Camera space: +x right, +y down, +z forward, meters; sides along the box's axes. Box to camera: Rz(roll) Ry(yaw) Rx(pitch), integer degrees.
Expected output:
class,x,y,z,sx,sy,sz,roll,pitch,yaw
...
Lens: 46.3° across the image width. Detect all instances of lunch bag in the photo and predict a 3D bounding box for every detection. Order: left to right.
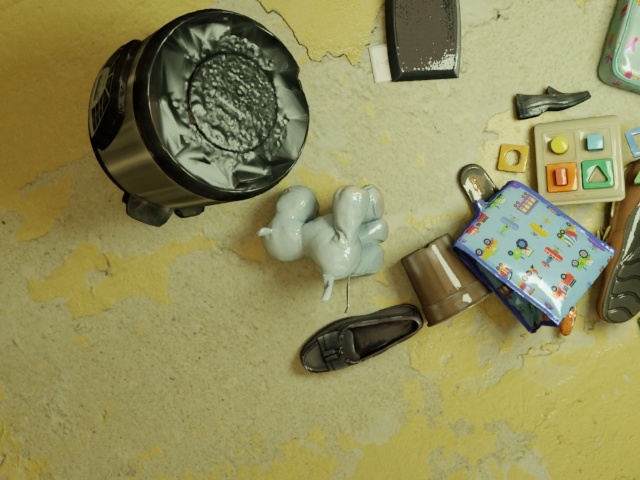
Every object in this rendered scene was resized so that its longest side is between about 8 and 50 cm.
class,x,y,z,sx,sy,sz,roll,pitch,yaw
lunch bag,0.442,0.017,1.619,0.293,0.138,0.221,44,72,2
lunch bag,0.764,-0.461,1.657,0.224,0.108,0.279,17,94,-2

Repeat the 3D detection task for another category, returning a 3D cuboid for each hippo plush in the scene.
class,x,y,z,sx,sy,sz,roll,pitch,yaw
hippo plush,0.000,0.000,1.669,0.237,0.234,0.294,11,78,29

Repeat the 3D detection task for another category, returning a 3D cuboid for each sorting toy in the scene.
class,x,y,z,sx,sy,sz,roll,pitch,yaw
sorting toy,0.566,-0.177,1.645,0.348,0.047,0.196,-4,81,19

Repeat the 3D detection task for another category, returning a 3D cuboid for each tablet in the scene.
class,x,y,z,sx,sy,sz,roll,pitch,yaw
tablet,0.144,-0.405,1.708,0.054,0.006,0.083,-11,95,0

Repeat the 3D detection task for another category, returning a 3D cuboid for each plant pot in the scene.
class,x,y,z,sx,sy,sz,roll,pitch,yaw
plant pot,0.274,0.082,1.678,0.167,0.167,0.165,-29,86,2

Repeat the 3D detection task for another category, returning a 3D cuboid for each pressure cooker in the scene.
class,x,y,z,sx,sy,sz,roll,pitch,yaw
pressure cooker,-0.269,-0.239,1.524,0.370,0.420,0.375,-32,106,-30

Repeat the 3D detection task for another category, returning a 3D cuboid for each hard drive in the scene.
class,x,y,z,sx,sy,sz,roll,pitch,yaw
hard drive,0.233,-0.490,1.677,0.172,0.054,0.254,-3,94,-1

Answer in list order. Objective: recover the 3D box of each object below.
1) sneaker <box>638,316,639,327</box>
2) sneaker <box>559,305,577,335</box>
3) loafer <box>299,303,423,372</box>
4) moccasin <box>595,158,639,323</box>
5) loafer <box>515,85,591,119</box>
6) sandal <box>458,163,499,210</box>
class,x,y,z,sx,sy,sz,roll,pitch,yaw
sneaker,0.808,0.239,1.737,0.076,0.065,0.166,-24,96,-2
sneaker,0.555,0.133,1.731,0.067,0.064,0.175,-2,84,3
loafer,0.093,0.225,1.712,0.303,0.095,0.109,-22,94,1
moccasin,0.691,-0.001,1.688,0.139,0.147,0.380,8,91,-15
loafer,0.525,-0.321,1.692,0.170,0.062,0.061,-13,90,-1
sandal,0.398,-0.083,1.708,0.090,0.060,0.219,-35,94,2
